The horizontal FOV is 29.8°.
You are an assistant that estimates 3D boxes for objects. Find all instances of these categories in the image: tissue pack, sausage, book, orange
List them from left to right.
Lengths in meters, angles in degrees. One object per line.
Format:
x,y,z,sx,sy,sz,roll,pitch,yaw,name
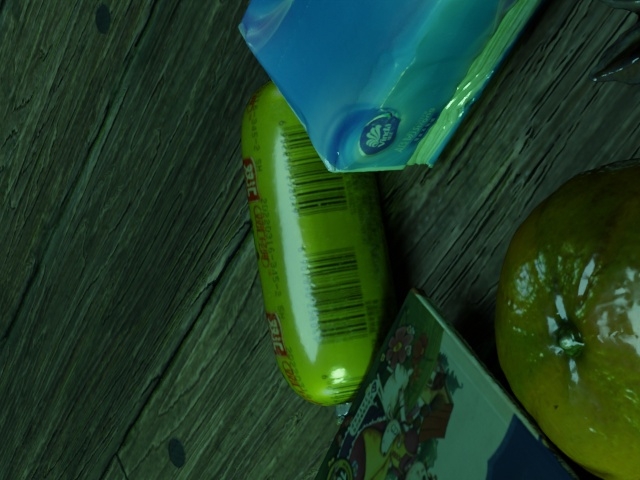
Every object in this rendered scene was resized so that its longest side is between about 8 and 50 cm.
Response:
0.000,0.000,1.113,0.123,0.123,0.347,-13,84,50,sausage
0.066,-0.216,0.987,0.198,0.146,0.263,57,133,27,tissue pack
0.090,0.207,0.932,0.228,0.018,0.322,-65,29,17,book
0.224,0.055,0.813,0.240,0.171,0.240,5,96,48,orange

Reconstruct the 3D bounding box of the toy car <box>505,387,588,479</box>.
0.163,0.253,0.964,0.301,0.118,0.193,43,128,40,toy car

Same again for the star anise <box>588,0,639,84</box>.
0.267,-0.187,0.807,0.212,0.073,0.197,25,118,43,star anise
